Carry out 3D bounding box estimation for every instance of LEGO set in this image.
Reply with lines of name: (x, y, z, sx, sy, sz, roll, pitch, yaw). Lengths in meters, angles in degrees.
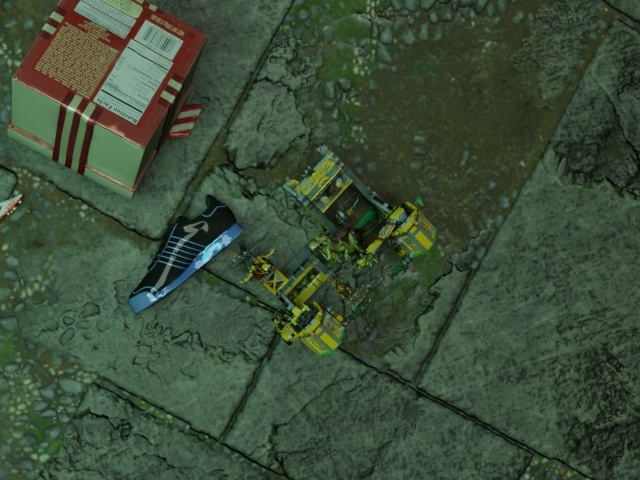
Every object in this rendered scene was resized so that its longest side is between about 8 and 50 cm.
LEGO set: (0.000, 0.000, 1.800, 0.331, 0.255, 0.192, -43, 122, 6)

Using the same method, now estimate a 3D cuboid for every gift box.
gift box: (-0.319, -0.244, 1.767, 0.255, 0.258, 0.276, 32, 66, -4)

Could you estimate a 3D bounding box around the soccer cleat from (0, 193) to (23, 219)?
soccer cleat: (-0.527, -0.053, 1.848, 0.083, 0.029, 0.036, -41, 99, -1)

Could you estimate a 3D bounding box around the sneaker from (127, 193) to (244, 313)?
sneaker: (-0.239, 0.021, 1.863, 0.232, 0.081, 0.090, -40, 92, -12)
